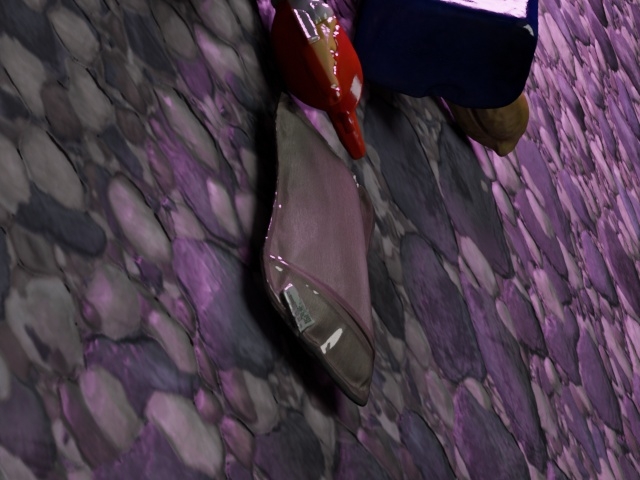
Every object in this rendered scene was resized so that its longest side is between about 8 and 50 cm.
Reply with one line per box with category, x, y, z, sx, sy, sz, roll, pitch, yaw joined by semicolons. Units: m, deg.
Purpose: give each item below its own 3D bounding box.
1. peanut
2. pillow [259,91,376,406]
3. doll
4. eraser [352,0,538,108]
peanut;0.145;-0.151;1.652;0.174;0.080;0.080;55;23;-36
pillow;0.000;0.000;1.185;0.131;0.038;0.233;48;26;-33
doll;-0.012;-0.148;1.295;0.169;0.057;0.109;61;0;23
eraser;0.112;-0.242;1.549;0.332;0.155;0.102;-80;-177;-55
